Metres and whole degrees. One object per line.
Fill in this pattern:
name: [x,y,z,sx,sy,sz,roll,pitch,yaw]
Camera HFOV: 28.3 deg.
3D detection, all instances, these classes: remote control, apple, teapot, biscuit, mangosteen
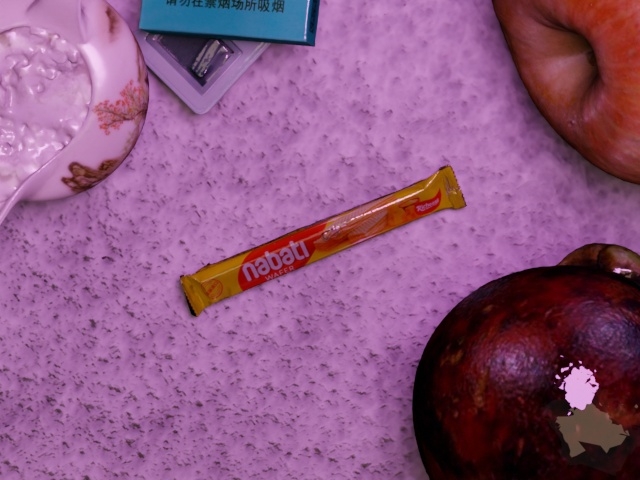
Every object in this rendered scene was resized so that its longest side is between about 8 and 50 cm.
remote control: [-0.045,-0.253,1.173,0.103,0.051,0.293,45,97,4]
apple: [0.312,-0.199,1.093,0.301,0.301,0.301,-1,101,-3]
teapot: [-0.255,-0.146,1.140,0.204,0.139,0.298,19,100,-4]
biscuit: [0.000,0.000,1.240,0.292,0.026,0.048,-23,121,2]
mangosteen: [0.235,0.151,1.160,0.311,0.311,0.311,-1,101,-3]

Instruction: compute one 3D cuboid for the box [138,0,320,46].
box: [-0.072,-0.293,1.131,0.161,0.042,0.226,7,92,13]
